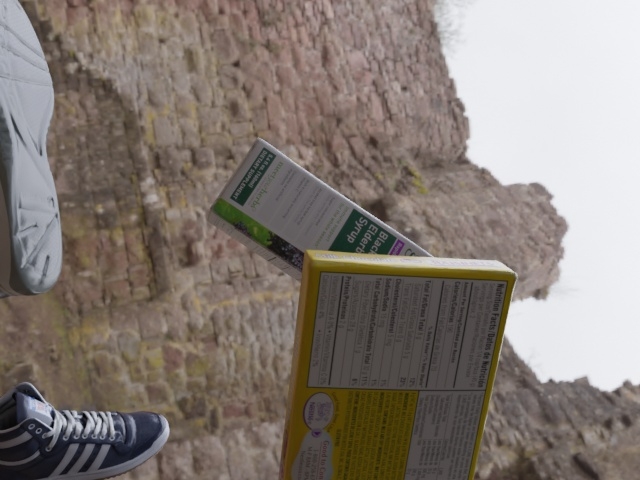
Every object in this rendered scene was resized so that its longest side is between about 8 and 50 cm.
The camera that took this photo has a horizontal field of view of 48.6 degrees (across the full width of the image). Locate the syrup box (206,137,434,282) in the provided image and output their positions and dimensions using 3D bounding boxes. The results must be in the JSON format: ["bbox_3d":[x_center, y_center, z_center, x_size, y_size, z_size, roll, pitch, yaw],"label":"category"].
[{"bbox_3d":[0.000,0.000,0.775,0.093,0.237,0.096,-58,-173,-12],"label":"syrup box"}]

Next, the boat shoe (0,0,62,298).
[{"bbox_3d":[-0.321,-0.101,0.670,0.118,0.103,0.320,25,56,-81],"label":"boat shoe"}]

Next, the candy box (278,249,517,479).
[{"bbox_3d":[0.032,0.107,0.374,0.027,0.105,0.206,-125,-140,-68],"label":"candy box"}]

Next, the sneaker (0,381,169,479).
[{"bbox_3d":[-0.368,0.280,1.060,0.099,0.282,0.153,46,-40,51],"label":"sneaker"}]
